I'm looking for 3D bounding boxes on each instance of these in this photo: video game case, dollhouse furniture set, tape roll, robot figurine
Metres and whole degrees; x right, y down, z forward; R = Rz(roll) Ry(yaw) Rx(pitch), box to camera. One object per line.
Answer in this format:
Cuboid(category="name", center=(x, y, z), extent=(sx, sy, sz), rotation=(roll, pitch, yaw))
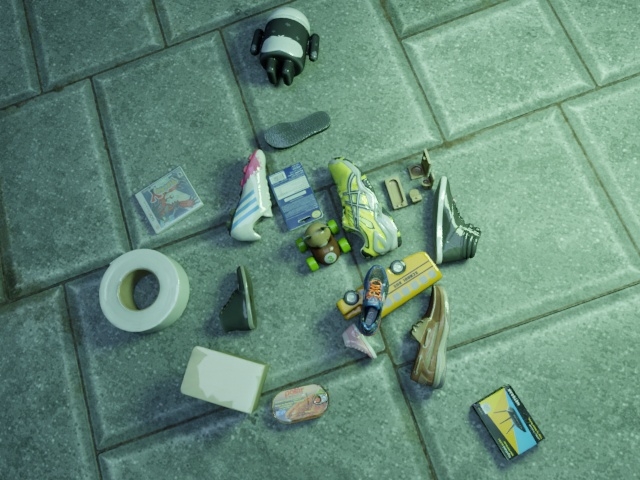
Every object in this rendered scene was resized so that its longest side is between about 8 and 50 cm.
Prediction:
Cuboid(category="video game case", center=(-0.559, -0.149, 1.725), extent=(0.201, 0.023, 0.183), rotation=(-33, 75, -2))
Cuboid(category="dollhouse furniture set", center=(0.304, -0.204, 1.590), extent=(0.151, 0.123, 0.144), rotation=(-16, 75, 2))
Cuboid(category="tape roll", center=(-0.605, 0.174, 1.612), extent=(0.286, 0.100, 0.286), rotation=(-1, 77, 6))
Cuboid(category="robot figurine", center=(-0.132, -0.723, 1.743), extent=(0.209, 0.173, 0.278), rotation=(17, 75, -34))

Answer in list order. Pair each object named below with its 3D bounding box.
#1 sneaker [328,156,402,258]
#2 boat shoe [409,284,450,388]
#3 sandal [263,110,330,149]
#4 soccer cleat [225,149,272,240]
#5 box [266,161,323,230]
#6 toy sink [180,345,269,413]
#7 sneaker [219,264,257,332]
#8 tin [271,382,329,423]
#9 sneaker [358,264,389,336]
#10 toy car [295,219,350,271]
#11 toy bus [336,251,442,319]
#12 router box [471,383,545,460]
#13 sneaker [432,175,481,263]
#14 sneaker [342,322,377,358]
Cuboid(category="sneaker", center=(0.120, -0.116, 1.580), extent=(0.147, 0.145, 0.384), rotation=(-31, 74, -2))
Cuboid(category="boat shoe", center=(0.341, 0.295, 1.470), extent=(0.116, 0.123, 0.324), rotation=(6, 76, 10))
Cuboid(category="sandal", center=(-0.082, -0.397, 1.723), extent=(0.254, 0.054, 0.097), rotation=(-19, 82, -8))
Cuboid(category="soccer cleat", center=(-0.224, -0.152, 1.653), extent=(0.143, 0.116, 0.331), rotation=(16, 83, -2))
Cuboid(category="box", center=(-0.089, -0.154, 1.666), extent=(0.136, 0.036, 0.225), rotation=(-23, 74, 1))
Cuboid(category="toy sink", center=(-0.301, 0.441, 1.499), extent=(0.234, 0.131, 0.152), rotation=(14, 78, 5))
Cuboid(category="sneaker", center=(-0.291, 0.198, 1.580), extent=(0.118, 0.083, 0.222), rotation=(-10, 77, 4))
Cuboid(category="tin", center=(-0.063, 0.521, 1.501), extent=(0.190, 0.040, 0.106), rotation=(-13, 79, 3))
Cuboid(category="sneaker", center=(0.165, 0.182, 1.420), extent=(0.083, 0.087, 0.221), rotation=(7, 80, 5))
Cuboid(category="toy car", center=(0.000, 0.000, 1.541), extent=(0.155, 0.188, 0.149), rotation=(-30, 75, -1))
Cuboid(category="toy bus", center=(0.218, 0.162, 1.520), extent=(0.333, 0.108, 0.130), rotation=(-33, 78, -2))
Cuboid(category="router box", center=(0.568, 0.549, 1.419), extent=(0.133, 0.046, 0.179), rotation=(-31, 75, -1))
Cuboid(category="sneaker", center=(0.455, -0.067, 1.556), extent=(0.147, 0.104, 0.295), rotation=(1, 82, 5))
Cuboid(category="sneaker", center=(0.122, 0.341, 1.517), extent=(0.070, 0.051, 0.134), rotation=(-37, 72, -1))
